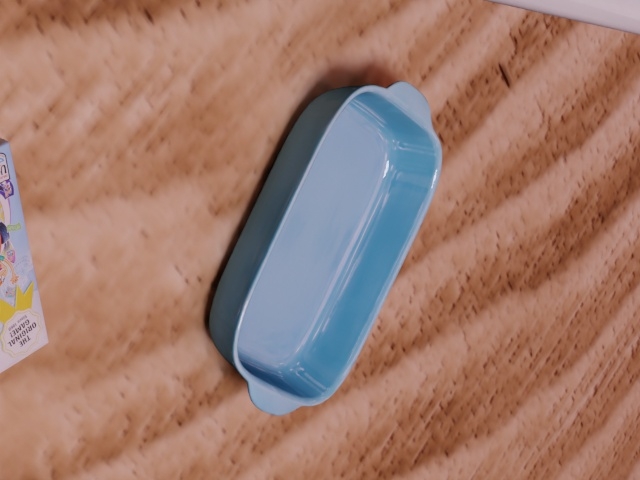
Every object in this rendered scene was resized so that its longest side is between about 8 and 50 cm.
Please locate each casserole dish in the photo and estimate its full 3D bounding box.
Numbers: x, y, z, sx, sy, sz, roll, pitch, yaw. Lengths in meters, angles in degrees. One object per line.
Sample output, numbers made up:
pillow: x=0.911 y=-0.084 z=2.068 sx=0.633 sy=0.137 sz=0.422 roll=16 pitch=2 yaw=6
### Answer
casserole dish: x=0.000 y=0.000 z=0.891 sx=0.114 sy=0.037 sz=0.188 roll=32 pitch=82 yaw=-54

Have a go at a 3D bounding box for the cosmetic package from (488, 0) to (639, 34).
cosmetic package: x=0.095 y=-0.246 z=0.567 sx=0.394 sy=0.330 sz=0.327 roll=-16 pitch=120 yaw=-68

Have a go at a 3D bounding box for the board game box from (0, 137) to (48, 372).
board game box: x=-0.184 y=0.032 z=0.680 sx=0.154 sy=0.026 sz=0.103 roll=-34 pitch=132 yaw=-38
